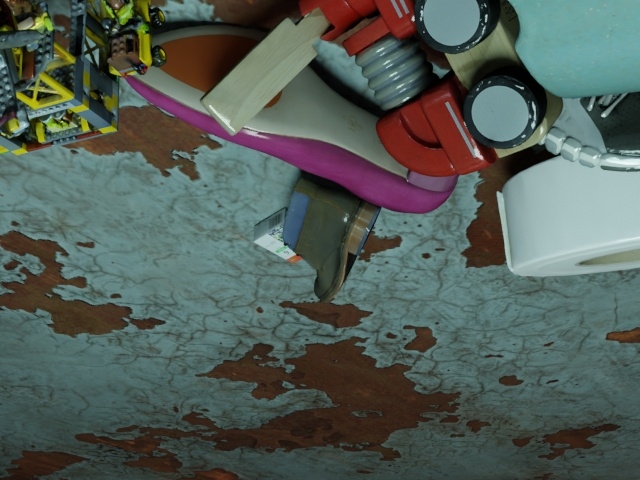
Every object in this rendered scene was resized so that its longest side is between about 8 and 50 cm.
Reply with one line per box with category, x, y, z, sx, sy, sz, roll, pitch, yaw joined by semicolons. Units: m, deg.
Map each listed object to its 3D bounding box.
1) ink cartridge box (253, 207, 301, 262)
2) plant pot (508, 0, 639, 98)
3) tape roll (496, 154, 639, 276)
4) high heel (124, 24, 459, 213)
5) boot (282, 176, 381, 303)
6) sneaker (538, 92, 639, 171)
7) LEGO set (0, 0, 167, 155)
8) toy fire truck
ink cartridge box;-0.030;0.002;0.956;0.062;0.029;0.115;-29;136;34
plant pot;0.269;-0.229;0.350;0.334;0.341;0.341;-5;149;36
tape roll;0.345;-0.031;0.753;0.286;0.100;0.286;-6;170;-1
high heel;-0.023;-0.101;0.732;0.377;0.127;0.181;15;150;-13
boot;0.000;0.000;0.899;0.106;0.082;0.219;27;143;3
sneaker;0.216;-0.151;0.610;0.228;0.086;0.132;28;148;34
LEGO set;-0.304;-0.172;0.507;0.331;0.255;0.192;-3;163;17
toy fire truck;0.046;-0.142;0.580;0.246;0.158;0.217;-21;105;40
